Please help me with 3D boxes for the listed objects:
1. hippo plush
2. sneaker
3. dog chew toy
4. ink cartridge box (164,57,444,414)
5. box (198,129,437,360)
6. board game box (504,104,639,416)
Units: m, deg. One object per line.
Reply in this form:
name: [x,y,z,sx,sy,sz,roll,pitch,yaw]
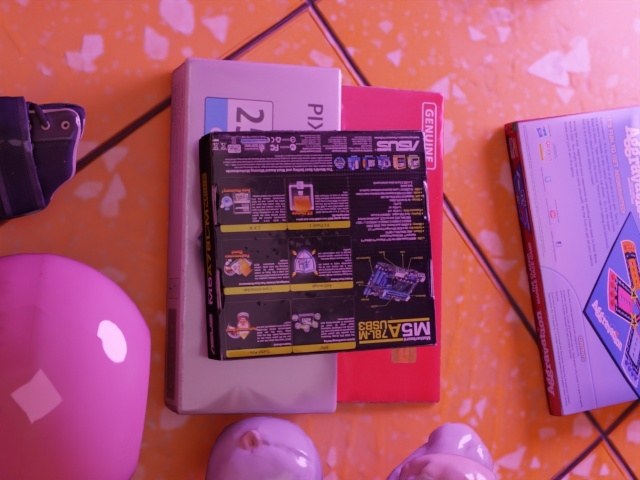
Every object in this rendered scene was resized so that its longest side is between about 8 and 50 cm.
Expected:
hippo plush: [-0.002,0.270,1.002,0.237,0.234,0.294,15,77,7]
sneaker: [-0.272,-0.120,0.946,0.163,0.086,0.226,-13,102,-9]
dog chew toy: [-0.295,0.101,0.883,0.332,0.206,0.206,7,85,-12]
ink cartridge box: [0.000,0.000,1.059,0.261,0.066,0.296,2,87,-19]
box: [-0.001,0.002,1.000,0.191,0.045,0.184,-3,90,-20]
board game box: [0.266,0.017,1.174,0.145,0.027,0.281,-9,90,-19]
